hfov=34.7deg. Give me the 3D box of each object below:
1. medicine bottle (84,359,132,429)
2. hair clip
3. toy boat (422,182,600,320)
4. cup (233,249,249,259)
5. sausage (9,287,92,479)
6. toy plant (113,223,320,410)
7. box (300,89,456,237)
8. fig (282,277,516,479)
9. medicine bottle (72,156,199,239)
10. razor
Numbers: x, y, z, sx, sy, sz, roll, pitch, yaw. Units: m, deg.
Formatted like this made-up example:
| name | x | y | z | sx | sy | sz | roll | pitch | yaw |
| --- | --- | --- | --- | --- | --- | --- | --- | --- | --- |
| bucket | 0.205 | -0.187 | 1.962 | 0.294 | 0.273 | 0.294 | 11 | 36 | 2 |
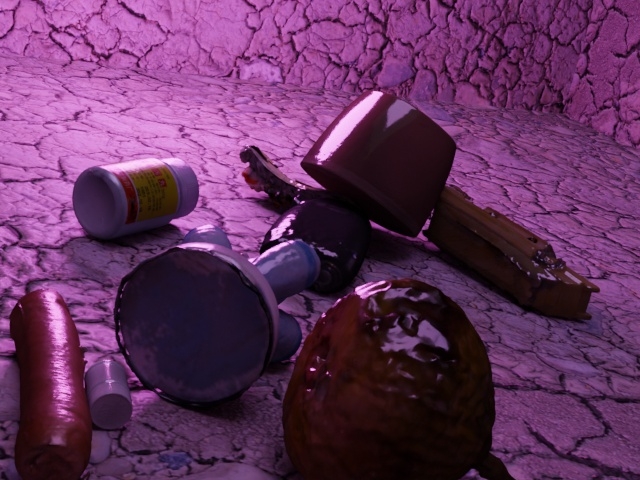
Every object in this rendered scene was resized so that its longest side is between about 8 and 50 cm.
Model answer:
| name | x | y | z | sx | sy | sz | roll | pitch | yaw |
| --- | --- | --- | --- | --- | --- | --- | --- | --- | --- |
| medicine bottle | -0.276 | 0.199 | 1.329 | 0.057 | 0.057 | 0.089 | 5 | 20 | -20 |
| hair clip | -0.058 | -0.102 | 2.247 | 0.321 | 0.091 | 0.138 | 29 | -9 | 33 |
| toy boat | 0.383 | 0.028 | 2.109 | 0.162 | 0.136 | 0.445 | -8 | 32 | -36 |
| cup | -0.173 | 0.054 | 1.764 | 0.099 | 0.074 | 0.102 | 6 | 21 | -18 |
| sausage | -0.347 | 0.176 | 1.306 | 0.094 | 0.094 | 0.419 | 20 | 15 | -25 |
| toy plant | -0.128 | 0.086 | 1.508 | 0.247 | 0.247 | 0.332 | 16 | 16 | 12 |
| box | 0.133 | -0.168 | 2.153 | 0.301 | 0.216 | 0.301 | 34 | -4 | 2 |
| fig | 0.135 | 0.229 | 1.286 | 0.368 | 0.286 | 0.286 | 36 | 10 | -23 |
| medicine bottle | -0.349 | -0.086 | 1.950 | 0.139 | 0.139 | 0.225 | 23 | 22 | 29 |
| razor | 0.001 | -0.004 | 1.982 | 0.189 | 0.107 | 0.327 | 15 | 19 | 5 |
